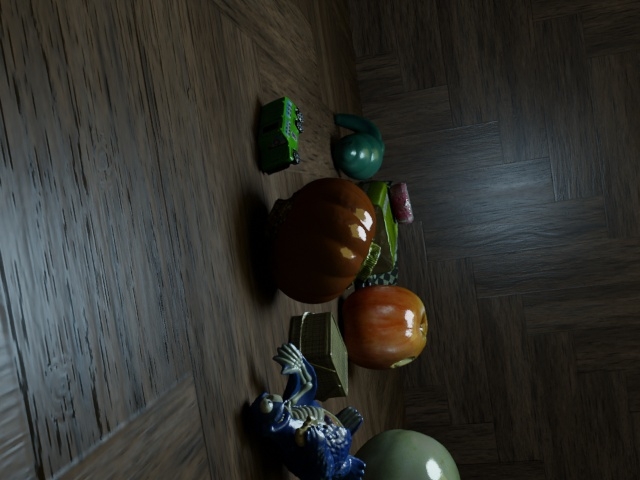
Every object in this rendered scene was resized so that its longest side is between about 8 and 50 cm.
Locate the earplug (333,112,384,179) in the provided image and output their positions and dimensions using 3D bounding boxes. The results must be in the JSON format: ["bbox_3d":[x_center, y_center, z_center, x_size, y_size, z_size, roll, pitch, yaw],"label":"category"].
[{"bbox_3d":[0.124,-0.337,1.922,0.280,0.164,0.257,-26,101,-67],"label":"earplug"}]

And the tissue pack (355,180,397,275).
[{"bbox_3d":[0.065,-0.024,1.270,0.274,0.200,0.167,-58,137,-73],"label":"tissue pack"}]

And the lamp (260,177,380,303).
[{"bbox_3d":[0.000,0.000,0.936,0.223,0.197,0.223,-61,-174,11],"label":"lamp"}]

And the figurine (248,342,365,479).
[{"bbox_3d":[-0.029,0.287,0.830,0.262,0.121,0.164,52,20,-35],"label":"figurine"}]

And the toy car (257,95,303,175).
[{"bbox_3d":[-0.077,-0.193,1.020,0.062,0.071,0.165,50,30,-42],"label":"toy car"}]

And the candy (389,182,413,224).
[{"bbox_3d":[0.198,-0.089,1.355,0.103,0.043,0.103,-13,90,-79],"label":"candy"}]

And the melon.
[{"bbox_3d":[0.164,0.575,1.188,0.268,0.269,0.330,67,39,-53],"label":"melon"}]

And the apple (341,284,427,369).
[{"bbox_3d":[0.184,0.247,1.582,0.242,0.241,0.242,-6,90,-82],"label":"apple"}]

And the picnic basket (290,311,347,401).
[{"bbox_3d":[0.000,0.224,1.072,0.115,0.080,0.164,-87,164,-44],"label":"picnic basket"}]

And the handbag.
[{"bbox_3d":[0.187,0.007,2.014,0.317,0.180,0.415,-43,130,-66],"label":"handbag"}]
